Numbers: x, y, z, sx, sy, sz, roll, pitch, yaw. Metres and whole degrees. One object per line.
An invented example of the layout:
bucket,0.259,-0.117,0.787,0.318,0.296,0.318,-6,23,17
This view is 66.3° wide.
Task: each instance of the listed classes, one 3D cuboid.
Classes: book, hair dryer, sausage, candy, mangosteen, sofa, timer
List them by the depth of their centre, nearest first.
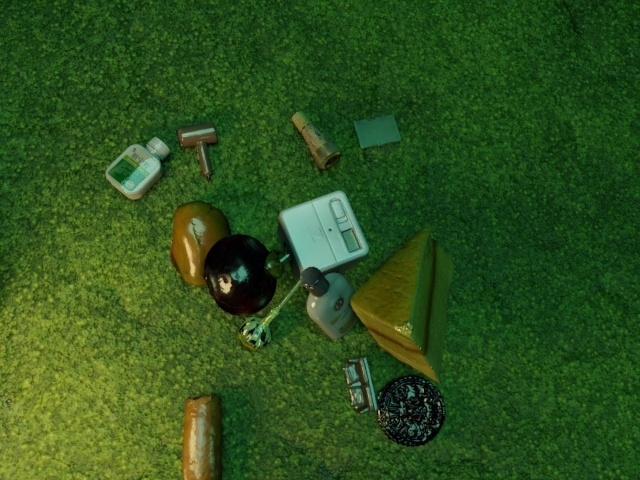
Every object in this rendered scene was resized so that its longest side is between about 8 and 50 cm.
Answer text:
sausage,-0.298,0.531,1.245,0.109,0.109,0.270,-1,79,-7
mangosteen,-0.191,0.081,1.262,0.216,0.216,0.215,2,76,-6
candy,-0.119,0.177,1.290,0.305,0.083,0.091,-51,57,24
sofa,0.105,0.393,1.333,0.060,0.085,0.147,-9,78,-12
timer,0.000,0.000,1.363,0.195,0.195,0.192,-20,79,-12
hair dryer,-0.354,-0.258,1.459,0.117,0.064,0.181,-13,83,-9
book,0.180,-0.345,1.562,0.135,0.017,0.103,-13,75,-10

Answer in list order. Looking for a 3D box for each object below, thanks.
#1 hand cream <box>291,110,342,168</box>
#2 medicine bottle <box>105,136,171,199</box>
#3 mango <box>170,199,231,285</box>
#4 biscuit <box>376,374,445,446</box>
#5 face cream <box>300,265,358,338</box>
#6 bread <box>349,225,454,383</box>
hand cream,-0.023,-0.316,1.507,0.084,0.084,0.203,-33,75,-13
medicine bottle,-0.521,-0.215,1.422,0.119,0.069,0.183,38,74,6
mango,-0.329,0.008,1.355,0.167,0.136,0.235,5,84,-12
biscuit,0.248,0.467,1.347,0.195,0.053,0.194,2,75,-6
face cream,0.026,0.155,1.286,0.071,0.291,0.144,26,71,34
bread,0.292,0.139,1.318,0.361,0.245,0.233,-46,123,-18
